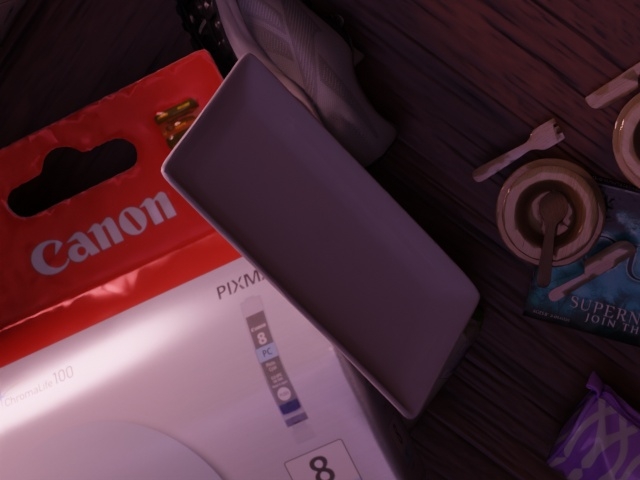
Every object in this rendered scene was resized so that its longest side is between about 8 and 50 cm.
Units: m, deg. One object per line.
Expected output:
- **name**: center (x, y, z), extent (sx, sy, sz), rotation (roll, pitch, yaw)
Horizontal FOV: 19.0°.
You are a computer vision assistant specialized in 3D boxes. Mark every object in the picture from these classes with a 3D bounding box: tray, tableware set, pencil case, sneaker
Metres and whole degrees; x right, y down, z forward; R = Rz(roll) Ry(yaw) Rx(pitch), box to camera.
- **tray**: center (0.000, 0.000, 1.422), extent (0.270, 0.145, 0.030), rotation (45, 138, -15)
- **tableware set**: center (0.224, -0.049, 1.479), extent (0.194, 0.039, 0.128), rotation (-33, 87, 8)
- **pencil case**: center (0.283, 0.195, 1.532), extent (0.206, 0.086, 0.088), rotation (30, 128, 2)
- **sneaker**: center (-0.036, -0.162, 1.512), extent (0.108, 0.100, 0.271), rotation (-30, 90, -17)

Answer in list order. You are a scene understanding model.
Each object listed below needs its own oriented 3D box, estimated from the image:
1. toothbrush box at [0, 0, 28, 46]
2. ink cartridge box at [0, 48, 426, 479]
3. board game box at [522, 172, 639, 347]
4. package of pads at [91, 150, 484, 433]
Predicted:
- **toothbrush box**: center (-0.378, -0.103, 1.530), extent (0.122, 0.206, 0.283), rotation (36, 110, 1)
- **ink cartridge box**: center (-0.137, 0.090, 1.486), extent (0.308, 0.091, 0.385), rotation (-25, 99, 15)
- **board game box**: center (0.266, 0.024, 1.523), extent (0.186, 0.026, 0.126), rotation (15, 108, 8)
- **package of pads**: center (-0.050, 0.077, 1.564), extent (0.296, 0.101, 0.229), rotation (34, 108, 2)
